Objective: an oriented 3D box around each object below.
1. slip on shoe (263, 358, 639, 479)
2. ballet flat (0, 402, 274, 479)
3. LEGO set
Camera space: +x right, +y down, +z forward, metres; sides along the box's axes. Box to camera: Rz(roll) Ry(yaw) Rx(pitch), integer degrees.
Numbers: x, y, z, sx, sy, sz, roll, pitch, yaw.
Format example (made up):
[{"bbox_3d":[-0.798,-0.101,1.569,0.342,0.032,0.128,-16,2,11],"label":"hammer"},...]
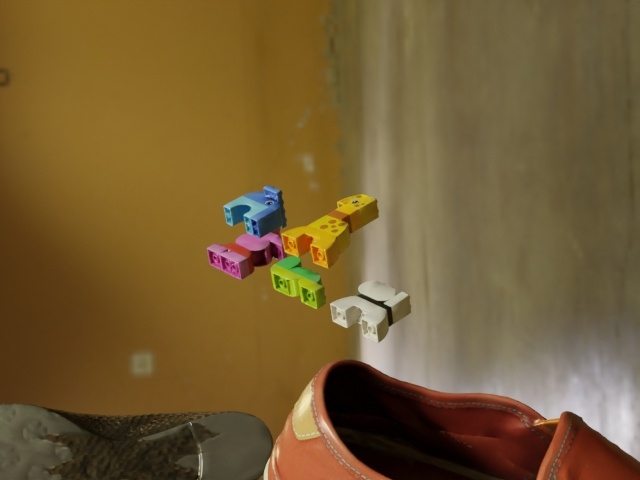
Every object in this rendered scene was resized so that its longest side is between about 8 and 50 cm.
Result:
[{"bbox_3d":[0.129,0.145,0.730,0.123,0.331,0.101,-55,-22,-53],"label":"slip on shoe"},{"bbox_3d":[-0.157,0.156,1.028,0.058,0.250,0.084,138,129,-73],"label":"ballet flat"},{"bbox_3d":[0.000,0.000,1.279,0.227,0.093,0.087,24,133,42],"label":"LEGO set"}]
